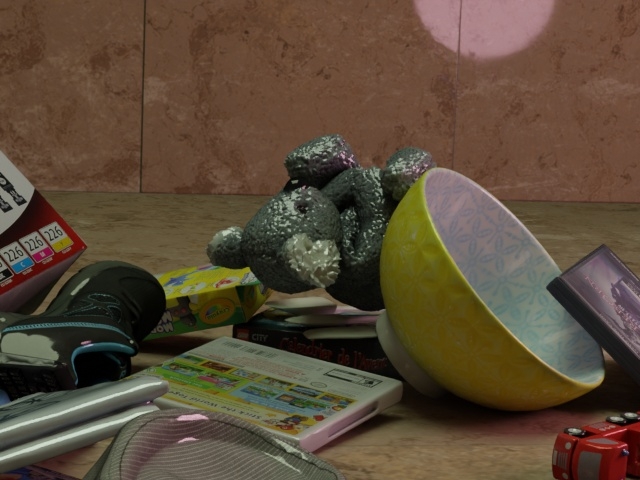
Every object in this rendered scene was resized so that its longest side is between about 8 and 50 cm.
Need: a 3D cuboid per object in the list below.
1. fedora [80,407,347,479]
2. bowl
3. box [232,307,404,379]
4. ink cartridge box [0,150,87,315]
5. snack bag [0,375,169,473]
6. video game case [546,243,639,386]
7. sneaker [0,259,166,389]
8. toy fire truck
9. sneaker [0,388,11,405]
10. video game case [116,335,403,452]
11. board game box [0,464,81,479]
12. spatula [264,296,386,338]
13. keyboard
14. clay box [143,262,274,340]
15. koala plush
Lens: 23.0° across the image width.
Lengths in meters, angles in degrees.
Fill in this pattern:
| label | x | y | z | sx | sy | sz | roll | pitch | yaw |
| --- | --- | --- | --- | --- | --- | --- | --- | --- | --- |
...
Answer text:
| label | x | y | z | sx | sy | sz | roll | pitch | yaw |
| --- | --- | --- | --- | --- | --- | --- | --- | --- | --- |
| fedora | -0.076 | 0.185 | 0.958 | 0.243 | 0.124 | 0.275 | 29 | 21 | 34 |
| bowl | 0.154 | 0.081 | 1.684 | 0.156 | 0.289 | 0.289 | -41 | -9 | 22 |
| box | 0.030 | 0.119 | 1.874 | 0.233 | 0.044 | 0.159 | 5 | 9 | 19 |
| ink cartridge box | -0.445 | -0.005 | 1.615 | 0.272 | 0.130 | 0.309 | 47 | 33 | 5 |
| snack bag | -0.303 | 0.164 | 1.119 | 0.323 | 0.037 | 0.342 | -17 | 0 | -25 |
| video game case | 0.360 | 0.097 | 1.787 | 0.196 | 0.026 | 0.274 | 47 | 19 | 9 |
| sneaker | -0.241 | 0.117 | 1.645 | 0.139 | 0.125 | 0.341 | 17 | 21 | 20 |
| toy fire truck | 0.317 | 0.196 | 1.426 | 0.192 | 0.047 | 0.135 | -6 | 13 | -43 |
| sneaker | -0.369 | 0.155 | 1.388 | 0.237 | 0.086 | 0.085 | 4 | 10 | 20 |
| video game case | -0.064 | 0.154 | 1.581 | 0.227 | 0.026 | 0.206 | 12 | 17 | 29 |
| board game box | -0.232 | 0.216 | 1.098 | 0.194 | 0.060 | 0.194 | 9 | 12 | 37 |
| spatula | 0.070 | 0.090 | 1.864 | 0.242 | 0.019 | 0.168 | -1 | 9 | -21 |
| keyboard | -0.266 | 0.142 | 1.406 | 0.108 | 0.023 | 0.180 | 9 | -27 | 7 |
| clay box | -0.147 | 0.069 | 1.893 | 0.222 | 0.053 | 0.127 | -10 | 15 | 20 |
| koala plush | 0.000 | 0.000 | 1.769 | 0.196 | 0.203 | 0.221 | 11 | 19 | 42 |
